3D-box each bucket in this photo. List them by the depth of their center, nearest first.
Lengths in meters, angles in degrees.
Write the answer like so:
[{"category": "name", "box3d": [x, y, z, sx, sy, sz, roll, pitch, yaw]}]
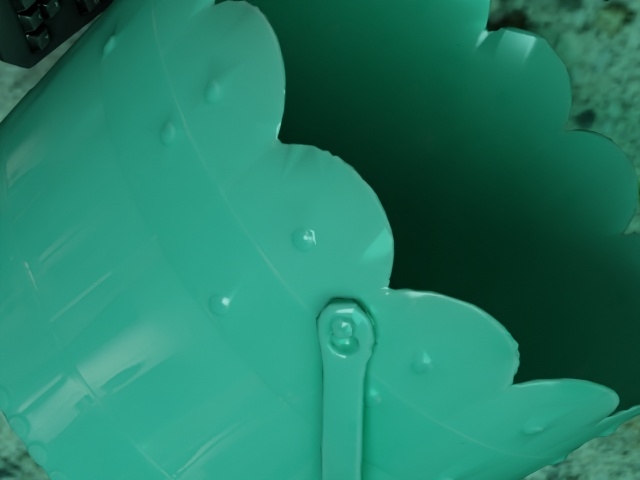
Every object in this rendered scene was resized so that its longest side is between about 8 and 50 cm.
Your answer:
[{"category": "bucket", "box3d": [0.000, 0.000, 0.664, 0.183, 0.281, 0.281, -38, 128, 26]}]

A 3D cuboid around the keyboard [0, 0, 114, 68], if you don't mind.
[{"category": "keyboard", "box3d": [-0.107, -0.164, 0.613, 0.023, 0.108, 0.180, 15, 138, 31]}]
